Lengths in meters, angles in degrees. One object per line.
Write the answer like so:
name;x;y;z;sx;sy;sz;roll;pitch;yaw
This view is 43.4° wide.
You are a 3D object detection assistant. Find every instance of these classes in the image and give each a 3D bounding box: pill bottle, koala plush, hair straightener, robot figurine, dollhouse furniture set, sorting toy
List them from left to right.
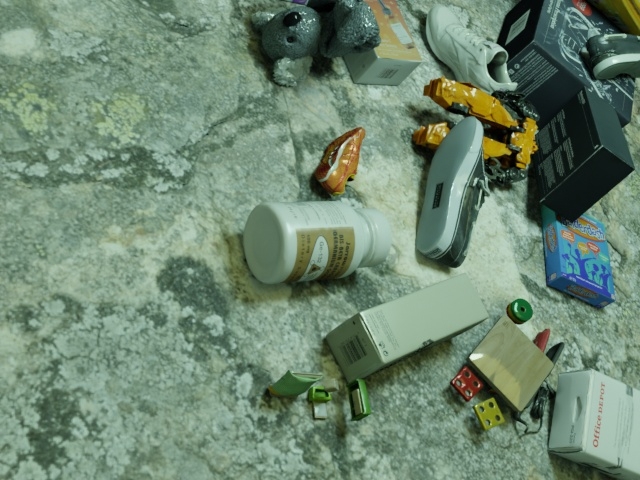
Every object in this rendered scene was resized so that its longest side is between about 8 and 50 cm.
koala plush;-0.013;-0.407;1.546;0.196;0.221;0.203;65;7;11
dollhouse furniture set;-0.001;0.241;1.224;0.151;0.076;0.059;10;57;-31
pill bottle;0.000;0.000;1.335;0.229;0.131;0.131;-3;65;-36
robot figurine;0.345;-0.237;1.723;0.291;0.085;0.211;16;86;-27
sorting toy;0.334;0.234;1.469;0.132;0.046;0.274;46;55;4
hair straightener;0.422;0.275;1.515;0.089;0.047;0.230;39;48;-8

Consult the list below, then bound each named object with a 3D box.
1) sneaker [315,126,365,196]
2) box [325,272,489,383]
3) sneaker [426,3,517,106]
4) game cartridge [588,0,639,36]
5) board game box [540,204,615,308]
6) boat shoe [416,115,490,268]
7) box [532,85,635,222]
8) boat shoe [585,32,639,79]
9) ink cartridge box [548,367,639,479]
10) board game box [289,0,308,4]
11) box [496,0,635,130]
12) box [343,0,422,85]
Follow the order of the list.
sneaker;0.044;-0.150;1.517;0.067;0.064;0.175;51;49;-26
box;0.151;0.146;1.366;0.275;0.113;0.094;-16;73;-39
sneaker;0.350;-0.428;1.828;0.114;0.152;0.305;-13;69;-37
game cartridge;0.670;-0.638;2.062;0.285;0.323;0.053;34;90;-40
board game box;0.564;0.027;1.767;0.160;0.047;0.210;22;51;-22
boat shoe;0.279;-0.094;1.579;0.105;0.113;0.306;29;62;-28
box;0.571;-0.193;1.776;0.103;0.184;0.261;29;37;-14
boat shoe;0.741;-0.443;1.893;0.302;0.114;0.091;-8;75;-40
ink cartridge box;0.543;0.351;1.504;0.218;0.092;0.159;26;65;-22
board game box;-0.068;-0.652;1.680;0.144;0.142;0.275;1;62;-35
box;0.605;-0.437;1.992;0.312;0.179;0.343;36;49;-13
box;0.115;-0.425;1.703;0.130;0.091;0.170;-6;67;-37
